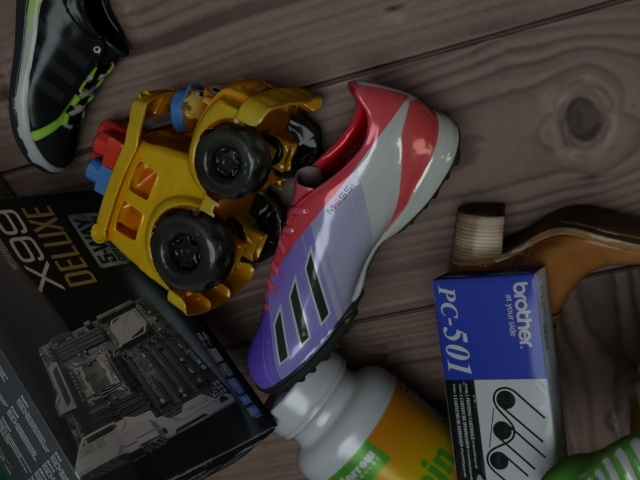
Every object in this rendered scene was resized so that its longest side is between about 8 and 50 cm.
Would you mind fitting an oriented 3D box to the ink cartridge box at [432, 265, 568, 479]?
[{"bbox_3d":[0.165,0.131,0.834,0.097,0.046,0.207,-6,95,27],"label":"ink cartridge box"}]

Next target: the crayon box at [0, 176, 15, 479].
[{"bbox_3d":[-0.334,0.074,0.928,0.083,0.203,0.323,-28,103,21],"label":"crayon box"}]

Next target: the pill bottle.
[{"bbox_3d":[0.064,0.216,0.934,0.245,0.136,0.136,39,115,-5],"label":"pill bottle"}]

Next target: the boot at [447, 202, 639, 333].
[{"bbox_3d":[0.220,0.046,0.869,0.197,0.073,0.153,6,112,23],"label":"boot"}]

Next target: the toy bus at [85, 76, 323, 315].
[{"bbox_3d":[-0.128,-0.075,0.869,0.211,0.149,0.220,32,114,16],"label":"toy bus"}]

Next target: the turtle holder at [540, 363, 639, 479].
[{"bbox_3d":[0.367,0.175,0.766,0.243,0.320,0.227,40,153,13],"label":"turtle holder"}]

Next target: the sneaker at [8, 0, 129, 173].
[{"bbox_3d":[-0.234,-0.170,0.871,0.097,0.084,0.235,10,114,7],"label":"sneaker"}]

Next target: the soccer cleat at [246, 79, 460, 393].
[{"bbox_3d":[0.000,0.000,0.852,0.116,0.109,0.318,26,107,-24],"label":"soccer cleat"}]

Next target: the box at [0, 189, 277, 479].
[{"bbox_3d":[-0.212,0.096,0.834,0.076,0.242,0.307,-44,73,27],"label":"box"}]
